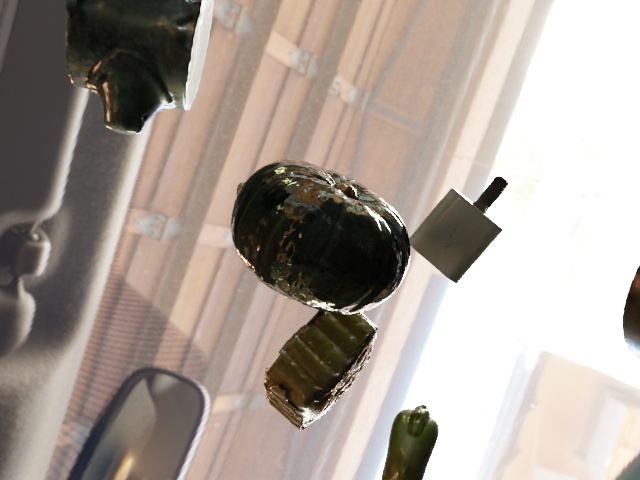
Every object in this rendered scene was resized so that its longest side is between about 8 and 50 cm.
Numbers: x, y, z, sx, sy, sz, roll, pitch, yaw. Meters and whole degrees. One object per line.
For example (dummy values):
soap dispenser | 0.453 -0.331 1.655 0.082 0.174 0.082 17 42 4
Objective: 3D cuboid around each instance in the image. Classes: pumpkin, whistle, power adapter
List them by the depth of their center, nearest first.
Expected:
whistle | -0.233 -0.356 1.018 0.188 0.168 0.405 -91 13 -68
pumpkin | 0.000 0.000 1.192 0.300 0.300 0.207 0 -62 -62
power adapter | 0.276 -0.037 1.386 0.205 0.125 0.130 -51 -12 9

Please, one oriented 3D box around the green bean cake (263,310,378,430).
green bean cake | 0.000 0.240 1.425 0.229 0.131 0.224 -44 -16 -22

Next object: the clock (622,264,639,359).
clock | 0.596 0.066 1.112 0.325 0.067 0.325 -13 -58 -22

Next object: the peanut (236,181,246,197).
peanut | -0.063 -0.071 1.519 0.098 0.229 0.103 -48 23 41

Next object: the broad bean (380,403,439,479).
broad bean | 0.151 0.364 1.255 0.124 0.082 0.175 77 -155 -61
